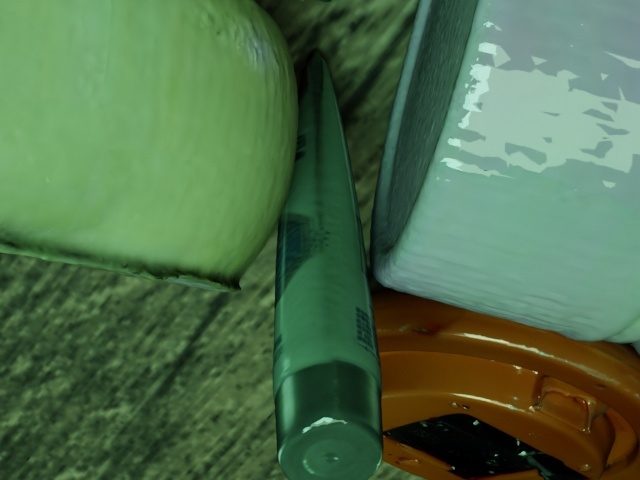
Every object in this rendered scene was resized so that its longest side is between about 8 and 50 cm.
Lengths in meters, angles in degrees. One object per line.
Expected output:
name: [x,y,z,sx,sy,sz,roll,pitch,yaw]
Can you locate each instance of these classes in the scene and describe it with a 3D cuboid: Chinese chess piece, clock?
Chinese chess piece: [-0.143,-0.052,0.407,0.270,0.270,0.112,11,87,-2]
clock: [0.081,0.089,0.544,0.205,0.051,0.205,13,150,8]

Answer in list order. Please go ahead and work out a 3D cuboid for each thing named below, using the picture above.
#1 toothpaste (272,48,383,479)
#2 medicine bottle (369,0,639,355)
toothpaste: [0.000,0.000,0.439,0.039,0.239,0.062,2,127,-4]
medicine bottle: [0.228,-0.031,0.417,0.388,0.219,0.219,15,119,-4]
